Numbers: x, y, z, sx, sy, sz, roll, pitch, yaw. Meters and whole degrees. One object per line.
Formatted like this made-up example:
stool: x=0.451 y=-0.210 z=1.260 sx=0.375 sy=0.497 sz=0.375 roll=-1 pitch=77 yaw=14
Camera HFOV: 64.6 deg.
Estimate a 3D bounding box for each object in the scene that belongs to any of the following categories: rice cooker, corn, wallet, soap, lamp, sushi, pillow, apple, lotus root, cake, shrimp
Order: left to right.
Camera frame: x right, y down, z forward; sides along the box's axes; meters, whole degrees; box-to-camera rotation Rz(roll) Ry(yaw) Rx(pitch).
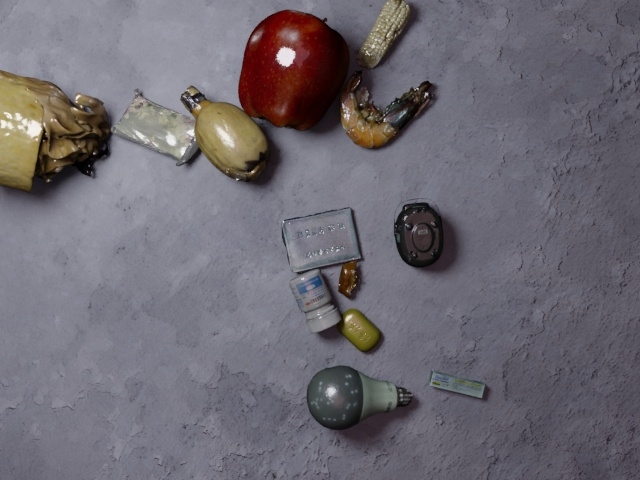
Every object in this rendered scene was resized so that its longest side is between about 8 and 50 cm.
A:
cake: x=-0.762 y=-0.283 z=1.419 sx=0.321 sy=0.332 sz=0.331 roll=10 pitch=92 yaw=-30
pillow: x=-0.473 y=-0.333 z=1.506 sx=0.255 sy=0.059 sz=0.169 roll=25 pitch=87 yaw=1
lotus root: x=-0.274 y=-0.306 z=1.437 sx=0.183 sy=0.183 sz=0.310 roll=-44 pitch=92 yaw=2
apple: x=-0.079 y=-0.466 z=1.384 sx=0.288 sy=0.288 sz=0.316 roll=23 pitch=106 yaw=0
wallet: x=0.000 y=0.000 z=1.517 sx=0.222 sy=0.036 sz=0.167 roll=-11 pitch=92 yaw=1
sushi: x=0.088 y=0.114 z=1.512 sx=0.060 sy=0.061 sz=0.117 roll=9 pitch=112 yaw=-7
soap: x=0.115 y=0.270 z=1.519 sx=0.140 sy=0.045 sz=0.089 roll=44 pitch=89 yaw=-1
lamp: x=0.117 y=0.445 z=1.461 sx=0.314 sy=0.182 sz=0.181 roll=-5 pitch=92 yaw=-3
shrimp: x=0.182 y=-0.410 z=1.468 sx=0.291 sy=0.054 sz=0.222 roll=-35 pitch=107 yaw=0
corn: x=0.184 y=-0.601 z=1.468 sx=0.087 sy=0.087 sz=0.210 roll=31 pitch=92 yaw=0
rice cooker: x=0.287 y=-0.020 z=1.468 sx=0.142 sy=0.118 sz=0.202 roll=-8 pitch=95 yaw=2

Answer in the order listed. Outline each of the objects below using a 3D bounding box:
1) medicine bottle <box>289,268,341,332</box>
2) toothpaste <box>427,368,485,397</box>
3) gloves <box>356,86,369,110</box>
medicine bottle: x=-0.016 y=0.176 z=1.489 sx=0.105 sy=0.105 sz=0.167 roll=-24 pitch=92 yaw=2
toothpaste: x=0.411 y=0.431 z=1.522 sx=0.164 sy=0.034 sz=0.046 roll=13 pitch=92 yaw=1
gloves: x=0.119 y=-0.416 z=1.498 sx=0.044 sy=0.037 sz=0.080 roll=21 pitch=90 yaw=-30
